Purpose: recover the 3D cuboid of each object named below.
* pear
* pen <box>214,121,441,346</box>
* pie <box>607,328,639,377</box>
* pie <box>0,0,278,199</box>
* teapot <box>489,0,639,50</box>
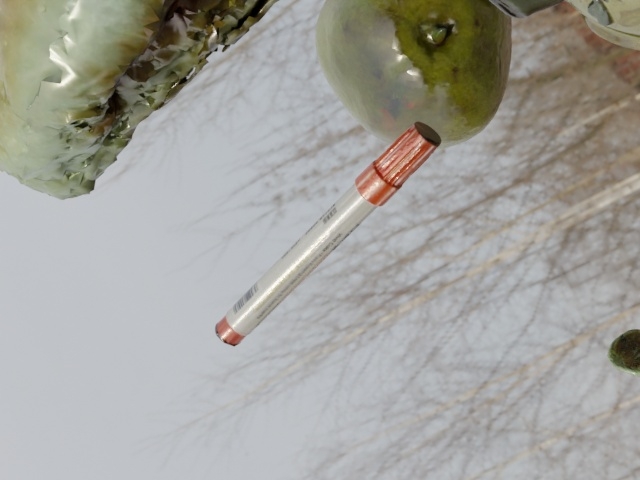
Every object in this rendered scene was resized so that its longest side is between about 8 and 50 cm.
[{"bbox_3d":[0.125,-0.248,1.334,0.269,0.269,0.321,57,180,-10],"label":"pear"},{"bbox_3d":[0.000,0.000,0.762,0.028,0.239,0.028,33,-150,-22],"label":"pen"},{"bbox_3d":[0.386,0.136,1.238,0.085,0.085,0.017,-79,-23,-55],"label":"pie"},{"bbox_3d":[-0.144,-0.226,0.643,0.180,0.418,0.395,7,-121,-39],"label":"pie"},{"bbox_3d":[0.228,-0.230,0.695,0.173,0.270,0.182,-101,4,-48],"label":"teapot"}]
